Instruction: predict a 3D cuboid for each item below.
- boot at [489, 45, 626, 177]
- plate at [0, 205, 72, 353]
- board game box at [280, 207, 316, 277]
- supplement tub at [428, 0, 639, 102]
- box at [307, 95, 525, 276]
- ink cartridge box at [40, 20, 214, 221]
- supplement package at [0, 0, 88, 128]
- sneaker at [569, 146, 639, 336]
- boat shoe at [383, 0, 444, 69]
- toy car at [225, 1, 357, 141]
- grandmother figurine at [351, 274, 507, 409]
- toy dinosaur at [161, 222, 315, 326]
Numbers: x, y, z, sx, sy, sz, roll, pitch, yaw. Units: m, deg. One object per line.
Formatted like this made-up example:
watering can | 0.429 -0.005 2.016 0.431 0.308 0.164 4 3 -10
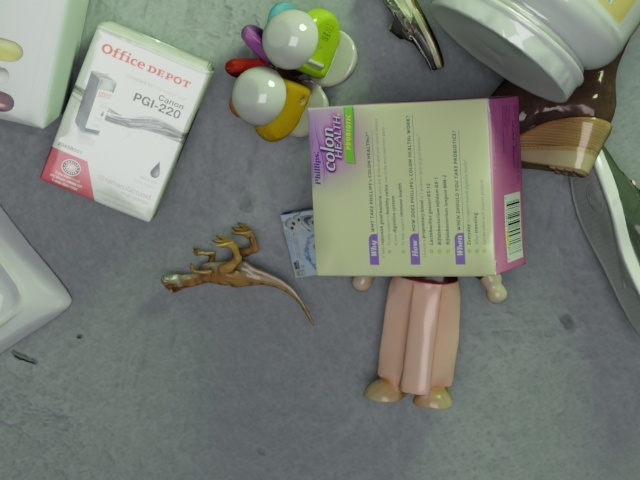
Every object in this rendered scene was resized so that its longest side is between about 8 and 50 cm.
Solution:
boot | 0.265 -0.199 1.927 0.248 0.090 0.207 12 81 18
plate | -0.523 0.056 1.983 0.278 0.045 0.277 -34 101 6
board game box | 0.000 0.000 1.976 0.090 0.020 0.090 -8 103 22
supplement tub | 0.307 -0.357 1.780 0.241 0.241 0.331 36 88 -8
box | 0.120 -0.067 1.841 0.243 0.117 0.213 -1 96 26
ink cartridge box | -0.249 -0.155 1.918 0.158 0.092 0.218 22 99 -5
supplement package | -0.370 -0.289 1.829 0.145 0.204 0.262 12 101 -4
sneaker | 0.440 -0.020 1.959 0.147 0.104 0.295 -24 90 -14
boat shoe | 0.110 -0.284 1.916 0.049 0.056 0.152 -27 91 10
toy car | -0.052 -0.224 1.893 0.136 0.159 0.182 35 102 29
grandmother figurine | 0.144 0.048 1.959 0.208 0.104 0.342 4 102 4
toy dinosaur | -0.105 0.041 1.986 0.211 0.064 0.112 6 120 7
